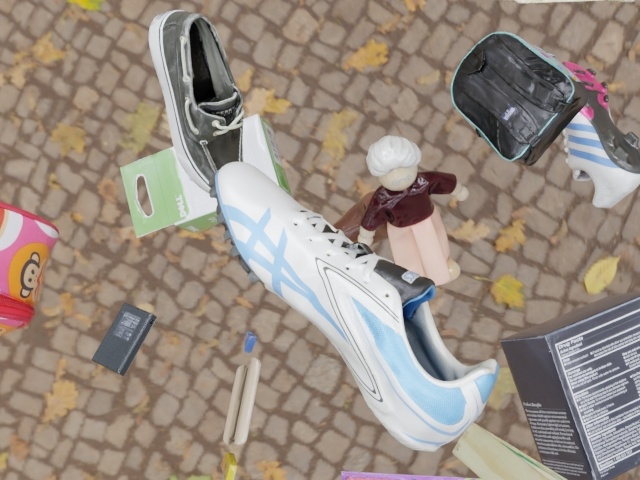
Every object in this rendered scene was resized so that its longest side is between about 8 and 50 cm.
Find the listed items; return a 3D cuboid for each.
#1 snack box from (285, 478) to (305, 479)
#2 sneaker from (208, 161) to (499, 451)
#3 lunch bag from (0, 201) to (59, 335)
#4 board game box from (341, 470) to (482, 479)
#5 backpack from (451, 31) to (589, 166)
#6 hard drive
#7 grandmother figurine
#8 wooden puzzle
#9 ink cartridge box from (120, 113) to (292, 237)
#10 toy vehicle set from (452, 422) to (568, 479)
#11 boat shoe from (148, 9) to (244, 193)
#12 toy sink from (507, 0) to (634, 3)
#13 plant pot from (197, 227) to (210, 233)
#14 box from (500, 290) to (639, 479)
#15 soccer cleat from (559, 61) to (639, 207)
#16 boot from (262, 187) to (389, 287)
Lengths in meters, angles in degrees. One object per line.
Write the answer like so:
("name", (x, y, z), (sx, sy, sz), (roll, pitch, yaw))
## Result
("snack box", (0.014, 0.510, 1.496), (0.174, 0.070, 0.207), (-8, 95, 34))
("sneaker", (0.020, 0.028, 0.592), (0.237, 0.085, 0.086), (47, 107, 13))
("lunch bag", (-0.411, 0.005, 0.830), (0.293, 0.258, 0.120), (-9, 64, 50))
("board game box", (0.205, 0.546, 1.683), (0.346, 0.056, 0.208), (1, 73, 11))
("backpack", (0.307, -0.229, 1.420), (0.188, 0.144, 0.166), (45, 113, 21))
("hard drive", (-0.396, 0.198, 1.817), (0.094, 0.022, 0.135), (16, 71, 39))
("grandmother figurine", (0.160, -0.048, 1.550), (0.207, 0.342, 0.104), (-33, 45, -7))
("wooden puzzle", (-0.060, 0.130, 0.711), (0.014, 0.078, 0.116), (13, 82, -12))
("ink cartridge box", (-0.154, -0.079, 1.214), (0.209, 0.062, 0.109), (-19, 75, 11))
("toy vehicle set", (0.258, 0.265, 0.817), (0.035, 0.266, 0.166), (-57, 27, -1))
("boat shoe", (-0.123, -0.142, 0.983), (0.070, 0.077, 0.219), (15, 133, 43))
("toy sink", (0.289, -0.376, 1.122), (0.131, 0.234, 0.153), (-4, 109, -6))
("plant pot", (-0.167, -0.089, 1.393), (0.095, 0.134, 0.134), (-20, 78, 10))
("box", (0.557, 0.280, 1.773), (0.296, 0.182, 0.294), (-18, 89, -21))
("soccer cleat", (0.496, -0.202, 1.703), (0.143, 0.116, 0.331), (116, 150, -41))
("boot", (0.000, 0.000, 1.724), (0.280, 0.264, 0.096), (-23, 89, -7))
